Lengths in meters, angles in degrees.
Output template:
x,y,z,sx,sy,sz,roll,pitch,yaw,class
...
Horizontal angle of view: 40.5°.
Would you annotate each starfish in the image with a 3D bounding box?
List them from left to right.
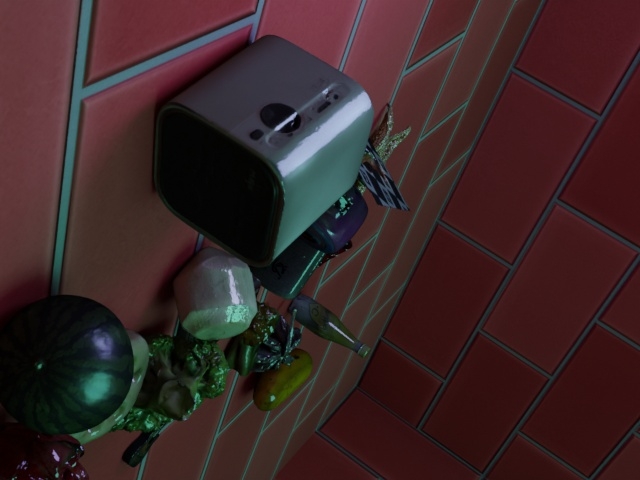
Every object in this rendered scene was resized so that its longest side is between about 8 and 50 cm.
x,y,z,sx,sy,sz,roll,pitch,yaw,class
0.137,-0.222,2.275,0.293,0.084,0.301,-54,169,-25,starfish

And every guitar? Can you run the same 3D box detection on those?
x,y,z,sx,sy,sz,roll,pitch,yaw,class
-0.395,0.450,2.113,0.233,0.025,0.088,-53,164,-18,guitar

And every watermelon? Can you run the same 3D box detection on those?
x,y,z,sx,sy,sz,roll,pitch,yaw,class
-0.376,0.182,1.277,0.212,0.212,0.212,-51,164,-21,watermelon

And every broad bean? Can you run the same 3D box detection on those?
x,y,z,sx,sy,sz,roll,pitch,yaw,class
-0.182,0.261,2.328,0.207,0.072,0.153,-60,169,-29,broad bean

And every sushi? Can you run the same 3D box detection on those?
x,y,z,sx,sy,sz,roll,pitch,yaw,class
0.047,-0.184,1.749,0.068,0.320,0.339,-31,172,14,sushi

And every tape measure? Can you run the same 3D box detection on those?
x,y,z,sx,sy,sz,roll,pitch,yaw,class
-0.016,-0.093,1.791,0.149,0.231,0.245,-52,168,-15,tape measure

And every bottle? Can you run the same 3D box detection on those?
x,y,z,sx,sy,sz,roll,pitch,yaw,class
0.030,0.257,2.562,0.083,0.269,0.083,-52,165,-21,bottle

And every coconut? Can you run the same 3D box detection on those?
x,y,z,sx,sy,sz,roll,pitch,yaw,class
-0.212,0.101,1.719,0.170,0.183,0.171,-11,157,-5,coconut

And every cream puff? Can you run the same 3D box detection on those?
x,y,z,sx,sy,sz,roll,pitch,yaw,class
-0.158,0.214,2.207,0.122,0.094,0.116,-7,118,-49,cream puff

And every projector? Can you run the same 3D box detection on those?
x,y,z,sx,sy,sz,roll,pitch,yaw,class
-0.093,-0.145,1.393,0.249,0.248,0.248,-44,160,-37,projector

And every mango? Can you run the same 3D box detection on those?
x,y,z,sx,sy,sz,roll,pitch,yaw,class
-0.130,0.435,2.732,0.295,0.120,0.177,-31,159,-54,mango

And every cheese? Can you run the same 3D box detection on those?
x,y,z,sx,sy,sz,roll,pitch,yaw,class
-0.401,0.248,1.503,0.235,0.117,0.218,-56,163,-7,cheese

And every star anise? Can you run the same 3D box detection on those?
x,y,z,sx,sy,sz,roll,pitch,yaw,class
-0.121,0.302,2.519,0.209,0.089,0.231,-33,152,-34,star anise

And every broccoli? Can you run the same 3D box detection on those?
x,y,z,sx,sy,sz,roll,pitch,yaw,class
-0.328,0.275,1.695,0.254,0.186,0.302,-20,171,10,broccoli

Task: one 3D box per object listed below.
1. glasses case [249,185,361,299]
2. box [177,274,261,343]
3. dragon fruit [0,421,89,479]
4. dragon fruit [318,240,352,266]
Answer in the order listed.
x,y,z,sx,sy,sz,roll,pitch,yaw,class
-0.034,-0.017,2.066,0.323,0.131,0.074,-56,162,0,glasses case
-0.230,0.167,1.965,0.224,0.069,0.120,-41,159,-49,box
-0.481,0.386,1.339,0.234,0.233,0.293,-53,168,-12,dragon fruit
0.000,0.000,2.318,0.147,0.096,0.102,-27,155,6,dragon fruit
